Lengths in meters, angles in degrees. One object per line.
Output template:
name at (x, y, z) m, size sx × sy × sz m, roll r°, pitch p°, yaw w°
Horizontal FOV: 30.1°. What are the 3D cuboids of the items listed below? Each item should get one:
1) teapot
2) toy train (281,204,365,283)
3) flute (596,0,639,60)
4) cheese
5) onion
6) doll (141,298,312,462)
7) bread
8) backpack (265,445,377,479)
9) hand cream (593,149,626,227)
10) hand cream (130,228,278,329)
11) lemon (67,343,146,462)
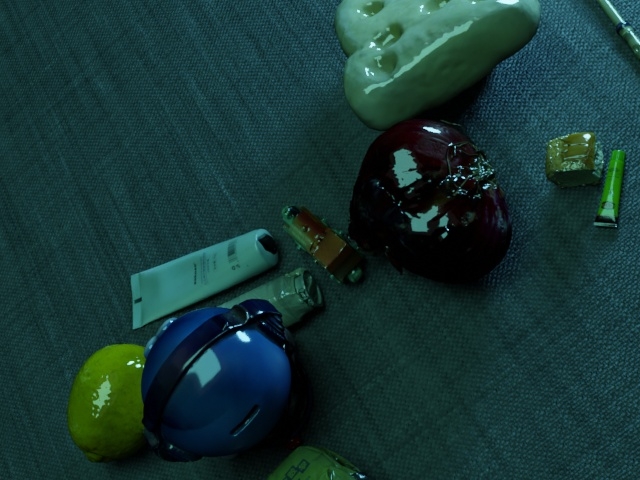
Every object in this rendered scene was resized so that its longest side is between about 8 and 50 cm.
teapot at (-0.094, 0.111, 2.010) m, size 0.200 × 0.077 × 0.107 m, roll -25°, pitch 27°, yaw 18°
toy train at (0.000, 0.000, 1.976) m, size 0.074 × 0.118 × 0.176 m, roll -46°, pitch 56°, yaw 0°
flute at (0.472, -0.371, 1.935) m, size 0.027 × 0.027 × 0.233 m, roll -34°, pitch 56°, yaw 12°
cheese at (0.190, -0.353, 1.951) m, size 0.328 × 0.129 × 0.351 m, roll -24°, pitch 35°, yaw 15°
onion at (0.179, -0.052, 1.847) m, size 0.281 × 0.221 × 0.280 m, roll 3°, pitch 96°, yaw 31°
doll at (-0.143, 0.222, 1.836) m, size 0.284 × 0.310 × 0.240 m, roll -50°, pitch 55°, yaw 1°
bread at (0.391, -0.125, 1.836) m, size 0.083 × 0.077 × 0.070 m, roll -10°, pitch 67°, yaw 27°
backpack at (0.016, 0.424, 1.762) m, size 0.207 × 0.140 × 0.253 m, roll -52°, pitch 47°, yaw 0°
hand cream at (0.445, -0.078, 1.817) m, size 0.036 × 0.023 × 0.121 m, roll 6°, pitch 75°, yaw 28°
hand cream at (-0.216, 0.060, 2.115) m, size 0.321 × 0.067 × 0.109 m, roll -21°, pitch 60°, yaw 25°
lemon at (-0.345, 0.277, 2.017) m, size 0.170 × 0.170 × 0.207 m, roll 7°, pitch 73°, yaw 32°
